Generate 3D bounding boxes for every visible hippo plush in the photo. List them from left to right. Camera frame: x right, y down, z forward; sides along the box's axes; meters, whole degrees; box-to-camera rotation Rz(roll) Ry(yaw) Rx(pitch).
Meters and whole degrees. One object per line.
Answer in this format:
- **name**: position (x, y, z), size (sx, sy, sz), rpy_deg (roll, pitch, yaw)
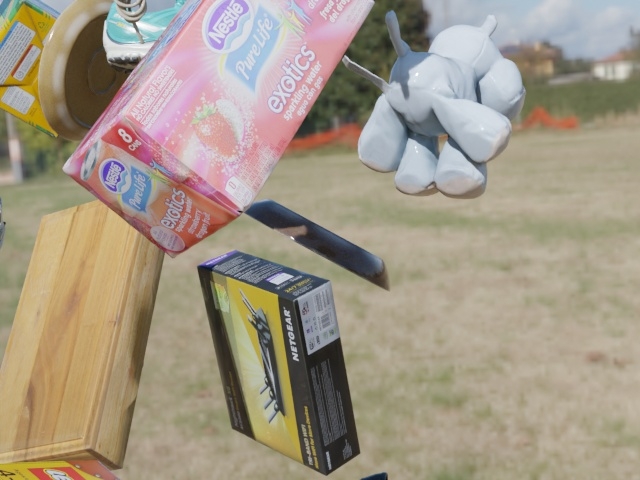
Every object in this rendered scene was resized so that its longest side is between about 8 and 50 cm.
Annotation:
- **hippo plush**: position (0.183, -0.220, 1.884), size (0.234, 0.294, 0.236), rpy_deg (-39, 6, 43)

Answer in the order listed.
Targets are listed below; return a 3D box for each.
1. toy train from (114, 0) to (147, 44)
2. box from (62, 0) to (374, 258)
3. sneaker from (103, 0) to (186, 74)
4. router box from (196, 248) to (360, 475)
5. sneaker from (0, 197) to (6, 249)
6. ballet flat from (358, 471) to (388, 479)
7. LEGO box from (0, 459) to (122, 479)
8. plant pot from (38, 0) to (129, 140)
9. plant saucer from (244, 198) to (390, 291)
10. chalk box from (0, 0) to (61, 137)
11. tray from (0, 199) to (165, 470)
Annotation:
- **toy train**: position (-0.208, -0.351, 1.450), size (0.105, 0.248, 0.143), rpy_deg (-31, 27, -31)
- **box**: position (-0.093, -0.152, 1.177), size (0.154, 0.142, 0.300), rpy_deg (-27, 28, 53)
- **sneaker**: position (-0.177, -0.306, 1.767), size (0.275, 0.110, 0.107), rpy_deg (-2, -7, -6)
- **router box**: position (-0.066, 0.187, 1.913), size (0.081, 0.309, 0.243), rpy_deg (-26, 27, -35)
- **sneaker**: position (-0.534, -0.023, 1.943), size (0.063, 0.162, 0.073), rpy_deg (17, 40, -5)
- **ballet flat**: position (0.167, 0.552, 2.297), size (0.096, 0.280, 0.095), rpy_deg (-31, -23, -12)
- **LEGO box**: position (-0.232, 0.425, 1.188), size (0.500, 0.193, 0.372), rpy_deg (30, 11, 35)
- **plant pot**: position (-0.351, -0.267, 1.913), size (0.032, 0.236, 0.236), rpy_deg (17, 15, 24)
- **plant saucer**: position (0.000, 0.000, 2.218), size (0.310, 0.050, 0.310), rpy_deg (27, 0, 0)
- **chalk box**: position (-0.511, -0.326, 2.134), size (0.179, 0.180, 0.289), rpy_deg (31, 5, -28)
- **tray**: position (-0.338, 0.126, 1.694), size (0.202, 0.411, 0.076), rpy_deg (-14, -38, 28)
